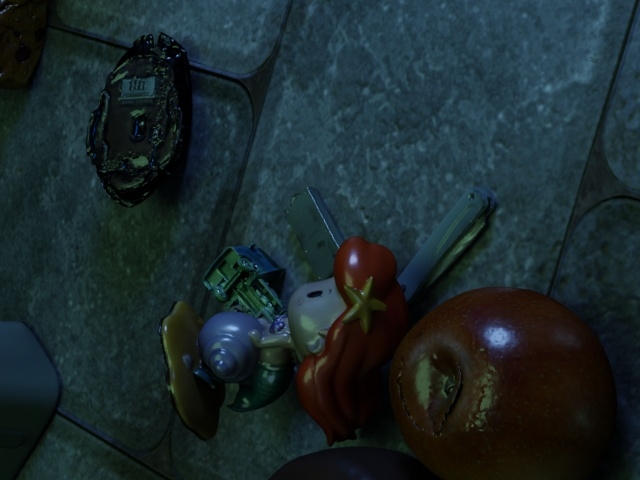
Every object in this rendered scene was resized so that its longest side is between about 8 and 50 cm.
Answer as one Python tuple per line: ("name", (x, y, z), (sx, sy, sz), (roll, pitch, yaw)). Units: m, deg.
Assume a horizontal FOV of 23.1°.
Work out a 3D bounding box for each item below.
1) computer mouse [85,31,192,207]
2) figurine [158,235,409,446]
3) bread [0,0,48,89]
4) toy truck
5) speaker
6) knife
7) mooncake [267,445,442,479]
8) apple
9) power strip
("computer mouse", (-0.224, -0.153, 2.022), (0.146, 0.077, 0.242), (1, 75, 25))
("figurine", (-0.020, 0.121, 1.691), (0.257, 0.181, 0.208), (-15, 71, 15))
("bread", (-0.495, -0.298, 2.271), (0.158, 0.143, 0.149), (18, 101, 44))
("toy truck", (-0.053, 0.083, 1.831), (0.175, 0.081, 0.067), (49, 117, 17))
("speaker", (-0.548, 0.295, 2.179), (0.406, 0.184, 0.183), (-56, 49, 22))
("knife", (0.132, 0.010, 1.687), (0.162, 0.023, 0.044), (-53, 55, 23))
("mooncake", (0.053, 0.384, 1.589), (0.326, 0.174, 0.334), (20, 100, 47))
("apple", (0.168, 0.148, 1.521), (0.235, 0.173, 0.210), (-2, 81, 45))
("power strip", (0.000, 0.000, 1.819), (0.051, 0.019, 0.136), (-46, 54, 26))
